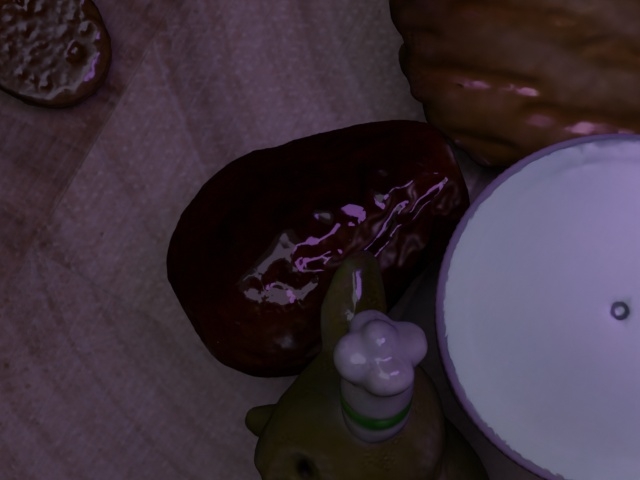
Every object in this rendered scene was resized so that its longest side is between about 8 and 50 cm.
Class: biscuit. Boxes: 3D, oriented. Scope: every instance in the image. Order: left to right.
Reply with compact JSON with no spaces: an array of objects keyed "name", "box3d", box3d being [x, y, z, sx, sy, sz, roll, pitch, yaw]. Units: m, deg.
[{"name":"biscuit","box3d":[-0.258,-0.281,1.073,0.262,0.052,0.277,40,87,6]},{"name":"biscuit","box3d":[0.218,-0.195,0.909,0.326,0.107,0.325,2,126,3]}]

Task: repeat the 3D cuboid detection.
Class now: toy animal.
[{"name":"toy animal","box3d":[0.021,0.161,0.830,0.180,0.363,0.181,-24,42,2]}]

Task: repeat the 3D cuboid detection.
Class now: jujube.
[{"name":"jujube","box3d":[0.000,0.000,0.937,0.255,0.190,0.190,-26,80,-3]}]

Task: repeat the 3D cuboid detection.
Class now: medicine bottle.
[{"name":"medicine bottle","box3d":[0.214,0.064,0.869,0.253,0.241,0.252,-1,83,6]}]
